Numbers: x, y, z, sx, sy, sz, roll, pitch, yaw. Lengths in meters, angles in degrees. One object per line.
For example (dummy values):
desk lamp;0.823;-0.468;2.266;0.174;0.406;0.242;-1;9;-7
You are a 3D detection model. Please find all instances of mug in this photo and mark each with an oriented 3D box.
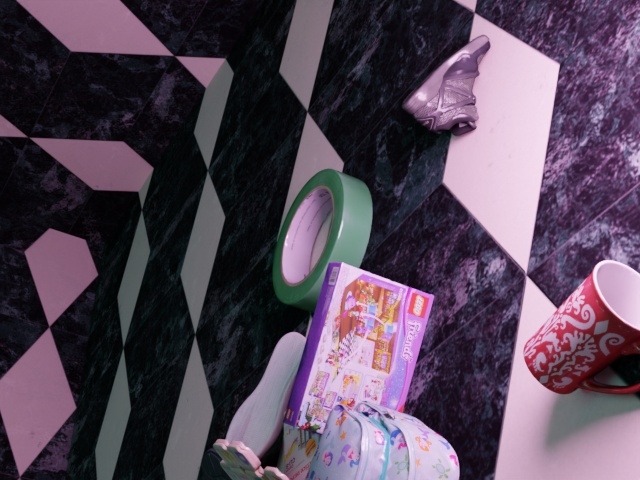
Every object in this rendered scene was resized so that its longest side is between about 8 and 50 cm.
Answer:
mug;0.353;0.134;1.235;0.169;0.113;0.150;-53;27;40

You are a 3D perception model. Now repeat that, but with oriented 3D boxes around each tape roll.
tape roll;0.000;0.000;2.125;0.321;0.077;0.321;-47;32;42

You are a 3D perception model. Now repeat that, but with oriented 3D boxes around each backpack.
backpack;0.098;0.383;1.506;0.253;0.191;0.225;20;89;61

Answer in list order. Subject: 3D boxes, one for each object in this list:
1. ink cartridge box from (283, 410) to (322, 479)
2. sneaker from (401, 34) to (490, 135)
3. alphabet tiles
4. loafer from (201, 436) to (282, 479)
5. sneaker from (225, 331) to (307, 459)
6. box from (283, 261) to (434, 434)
ink cartridge box;0.015;0.378;1.737;0.128;0.127;0.176;-48;33;39
sneaker;0.266;-0.285;1.789;0.227;0.130;0.087;-49;11;-23
alphabet tiles;-0.089;0.479;1.737;0.021;0.284;0.278;-42;12;-27
loafer;-0.178;0.499;2.135;0.302;0.095;0.109;-40;67;55
sneaker;-0.067;0.339;1.901;0.108;0.169;0.293;29;87;36
box;0.069;0.206;1.665;0.057;0.200;0.293;0;71;64
